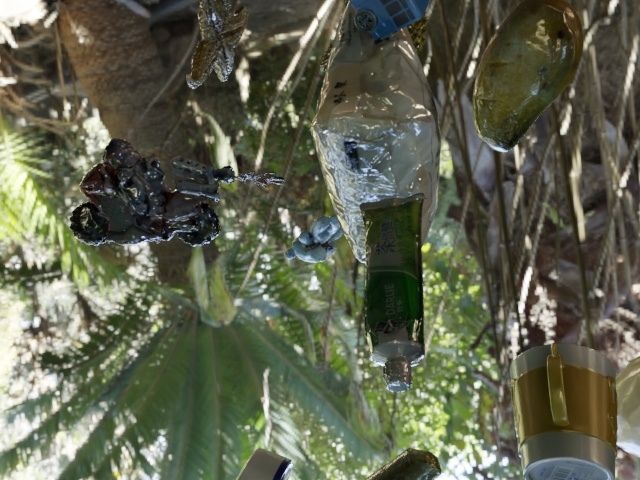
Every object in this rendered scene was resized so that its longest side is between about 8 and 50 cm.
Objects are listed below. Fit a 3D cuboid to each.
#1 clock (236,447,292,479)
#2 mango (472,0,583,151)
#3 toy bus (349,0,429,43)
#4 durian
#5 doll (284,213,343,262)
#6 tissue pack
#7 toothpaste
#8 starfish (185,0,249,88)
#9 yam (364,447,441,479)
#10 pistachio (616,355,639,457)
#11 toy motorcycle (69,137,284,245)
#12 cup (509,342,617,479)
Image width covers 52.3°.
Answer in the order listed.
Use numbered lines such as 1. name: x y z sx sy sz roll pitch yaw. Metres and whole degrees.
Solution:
1. clock: -0.131 0.517 1.246 0.083 0.230 0.230 21 -168 12
2. mango: 0.435 -0.359 1.409 0.176 0.329 0.176 6 -140 -25
3. toy bus: 0.073 -0.393 0.937 0.106 0.184 0.090 -17 -145 37
4. durian: 0.122 -0.412 1.380 0.252 0.144 0.139 -38 -168 23
5. doll: 0.001 0.005 1.355 0.120 0.075 0.180 -4 165 -20
6. tissue pack: 0.102 -0.186 1.115 0.195 0.389 0.375 -5 -135 10
7. toothpaste: 0.075 0.041 0.666 0.078 0.046 0.247 -9 -135 14
8. starfish: -0.159 -0.312 0.985 0.043 0.227 0.240 10 -129 7
9. yam: 0.135 0.391 1.080 0.146 0.069 0.070 -43 174 17
10. pistachio: 0.727 0.347 1.401 0.194 0.317 0.213 -1 -131 -5
11. toy motorcycle: -0.271 -0.088 1.205 0.402 0.207 0.134 2 -159 4
12. cup: 0.421 0.298 1.136 0.186 0.241 0.226 -8 -137 24
